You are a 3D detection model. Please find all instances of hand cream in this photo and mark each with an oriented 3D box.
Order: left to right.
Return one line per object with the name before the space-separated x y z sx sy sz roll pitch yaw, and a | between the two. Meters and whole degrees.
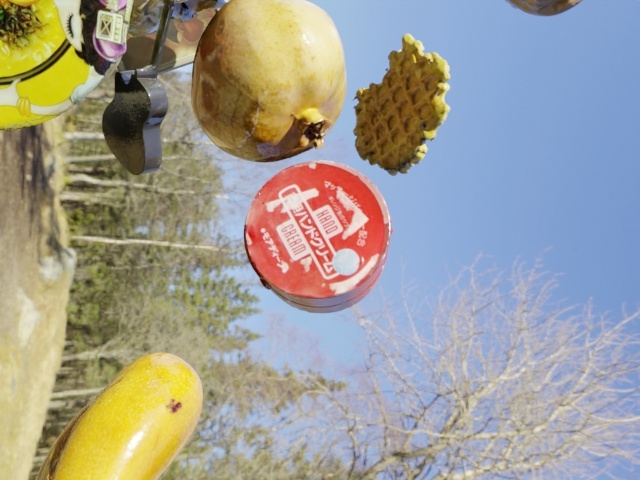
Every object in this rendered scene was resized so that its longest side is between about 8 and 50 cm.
hand cream | 0.000 0.000 0.861 0.149 0.230 0.230 70 16 -74

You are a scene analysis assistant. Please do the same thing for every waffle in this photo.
waffle | 0.174 -0.299 1.230 0.281 0.058 0.300 53 -52 40

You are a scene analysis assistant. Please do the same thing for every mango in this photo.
mango | -0.246 0.246 0.645 0.177 0.120 0.295 -30 -166 26

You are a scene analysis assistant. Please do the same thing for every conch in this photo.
conch | -0.261 -0.487 0.977 0.263 0.324 0.186 9 -54 28

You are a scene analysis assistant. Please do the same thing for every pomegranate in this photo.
pomegranate | -0.086 -0.283 0.977 0.319 0.319 0.319 -176 -90 -68

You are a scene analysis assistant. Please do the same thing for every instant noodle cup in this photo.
instant noodle cup | -0.264 -0.207 0.476 0.236 0.215 0.215 -127 -135 -72

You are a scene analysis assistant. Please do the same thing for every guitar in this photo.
guitar | -0.181 -0.171 0.558 0.088 0.025 0.233 46 -48 19

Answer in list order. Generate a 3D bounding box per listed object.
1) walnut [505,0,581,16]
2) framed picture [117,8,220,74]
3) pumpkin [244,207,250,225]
walnut | 0.549 -0.663 1.266 0.273 0.273 0.227 -47 -123 56
framed picture | -0.376 -0.521 1.313 0.020 0.289 0.211 159 -90 -86
pumpkin | -0.037 -0.009 1.288 0.192 0.320 0.320 -50 -144 23
